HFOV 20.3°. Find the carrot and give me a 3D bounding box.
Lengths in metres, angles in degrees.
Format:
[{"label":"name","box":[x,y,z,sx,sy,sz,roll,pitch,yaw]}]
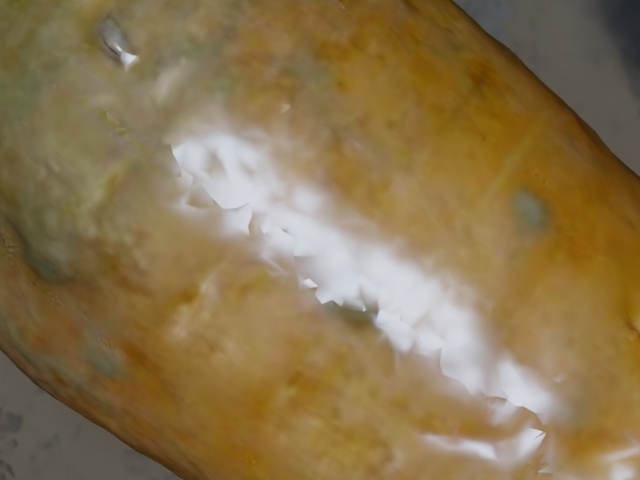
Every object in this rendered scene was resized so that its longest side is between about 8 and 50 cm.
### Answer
[{"label":"carrot","box":[0.000,0.000,0.700,0.340,0.224,0.224,37,87,2]}]
